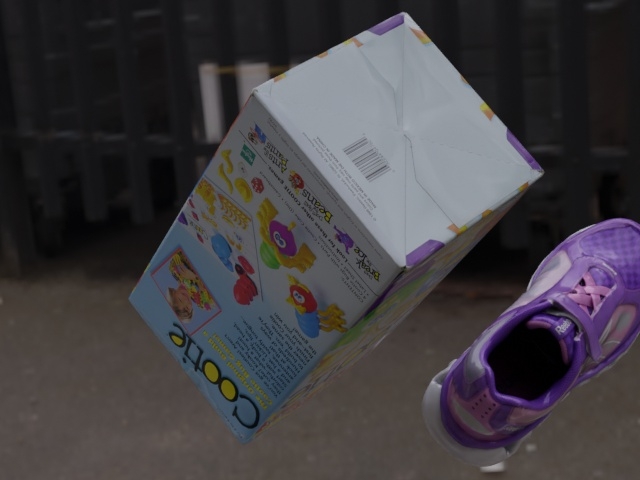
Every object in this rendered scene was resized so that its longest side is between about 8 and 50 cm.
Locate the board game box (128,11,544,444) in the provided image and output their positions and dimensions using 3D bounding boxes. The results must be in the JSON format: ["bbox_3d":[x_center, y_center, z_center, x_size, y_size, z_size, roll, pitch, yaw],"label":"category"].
[{"bbox_3d":[0.000,0.000,1.000,0.142,0.144,0.275,-32,-11,-36],"label":"board game box"}]

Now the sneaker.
[{"bbox_3d":[0.178,0.065,1.086,0.236,0.095,0.104,-43,-12,-23],"label":"sneaker"}]
